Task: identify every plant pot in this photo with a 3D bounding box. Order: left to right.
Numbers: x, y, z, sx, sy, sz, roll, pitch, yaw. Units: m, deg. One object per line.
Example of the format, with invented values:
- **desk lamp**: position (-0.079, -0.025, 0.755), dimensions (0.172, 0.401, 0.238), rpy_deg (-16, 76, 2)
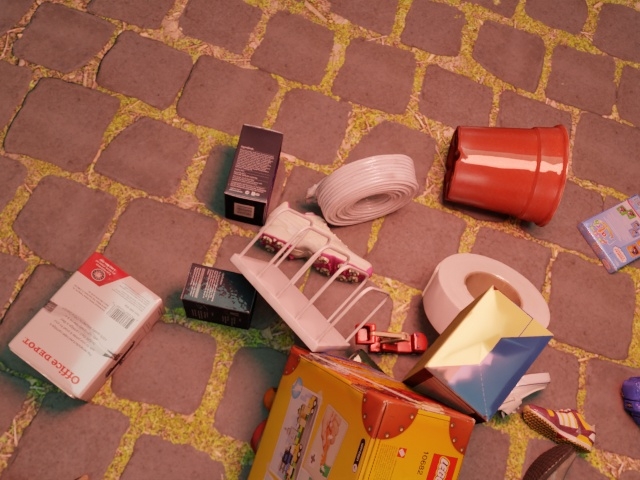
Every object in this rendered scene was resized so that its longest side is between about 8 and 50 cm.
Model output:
- **plant pot**: position (0.476, -0.188, 1.537), dimensions (0.265, 0.272, 0.272), rpy_deg (8, 68, 3)

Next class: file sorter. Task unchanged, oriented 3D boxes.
- **file sorter**: position (-0.015, 0.083, 1.267), dimensions (0.278, 0.193, 0.173), rpy_deg (44, 98, 23)

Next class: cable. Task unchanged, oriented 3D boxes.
- **cable**: position (0.118, -0.124, 1.450), dimensions (0.257, 0.257, 0.089), rpy_deg (-2, 68, -33)

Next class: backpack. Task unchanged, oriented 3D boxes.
- **backpack**: position (0.807, 0.400, 1.431), dimensions (0.101, 0.098, 0.120), rpy_deg (-4, 82, 0)

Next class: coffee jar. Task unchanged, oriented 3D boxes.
- **coffee jar**: position (0.129, 0.344, 1.353), dimensions (0.079, 0.096, 0.184), rpy_deg (-42, 79, -15)

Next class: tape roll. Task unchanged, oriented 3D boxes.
- **tape roll**: position (0.394, 0.156, 1.393), dimensions (0.286, 0.100, 0.286), rpy_deg (13, 36, -10)

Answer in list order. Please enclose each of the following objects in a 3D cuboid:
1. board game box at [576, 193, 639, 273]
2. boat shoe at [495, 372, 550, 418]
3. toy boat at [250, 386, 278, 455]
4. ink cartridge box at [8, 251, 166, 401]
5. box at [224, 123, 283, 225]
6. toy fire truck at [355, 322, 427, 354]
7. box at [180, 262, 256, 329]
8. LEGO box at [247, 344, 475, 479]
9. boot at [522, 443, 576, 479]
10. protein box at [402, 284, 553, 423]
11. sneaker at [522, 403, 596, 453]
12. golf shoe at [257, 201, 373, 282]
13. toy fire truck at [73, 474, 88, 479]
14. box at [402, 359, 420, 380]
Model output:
- **board game box**: position (0.854, -0.021, 1.632), dimensions (0.212, 0.039, 0.160), rpy_deg (-24, 73, -17)
- **boat shoe**: position (0.429, 0.381, 1.384), dimensions (0.268, 0.096, 0.088), rpy_deg (-12, 75, -11)
- **toy boat**: position (-0.071, 0.385, 1.303), dimensions (0.231, 0.151, 0.151), rpy_deg (-37, 49, -19)
- **ink cartridge box**: position (-0.517, 0.196, 1.309), dimensions (0.197, 0.114, 0.273), rpy_deg (35, 67, 5)
- **box**: position (-0.171, -0.165, 1.481), dimensions (0.108, 0.153, 0.207), rpy_deg (13, 68, -3)
- **toy fire truck**: position (0.170, 0.236, 1.380), dimensions (0.192, 0.135, 0.047), rpy_deg (3, 68, -7)
- **box**: position (-0.231, 0.134, 1.353), dimensions (0.158, 0.156, 0.093), rpy_deg (13, 66, -3)
- **LEGO box**: position (0.019, 0.485, 1.044), dimensions (0.193, 0.372, 0.500), rpy_deg (21, 85, -26)
- **boot**: position (0.537, 0.605, 1.328), dimensions (0.246, 0.083, 0.161), rpy_deg (-43, 87, -15)
- **protein box**: position (0.280, 0.221, 1.067), dimensions (0.136, 0.201, 0.200), rpy_deg (41, 72, 11)
- **sneaker**: position (0.577, 0.436, 1.403), dimensions (0.186, 0.069, 0.084), rpy_deg (33, 59, -1)
- **golf shoe**: position (0.000, 0.000, 1.465), dimensions (0.306, 0.115, 0.140), rpy_deg (24, 64, 0)
- **toy fire truck**: position (-0.618, 0.533, 1.147), dimensions (0.246, 0.217, 0.158), rpy_deg (30, 59, -42)
- **box**: position (0.279, 0.291, 1.298), dimensions (0.094, 0.275, 0.113), rpy_deg (43, 69, 11)
